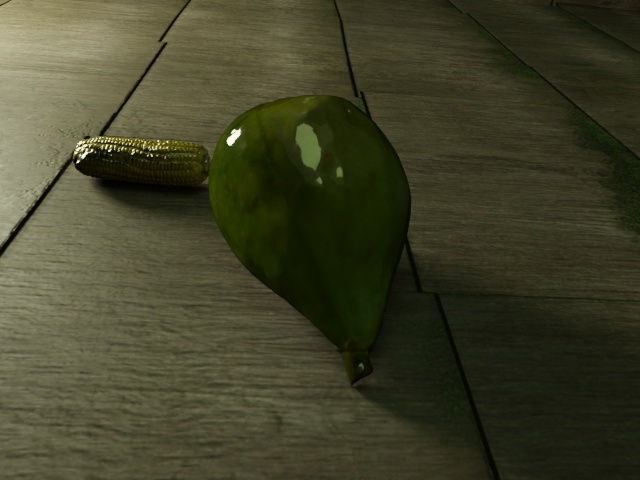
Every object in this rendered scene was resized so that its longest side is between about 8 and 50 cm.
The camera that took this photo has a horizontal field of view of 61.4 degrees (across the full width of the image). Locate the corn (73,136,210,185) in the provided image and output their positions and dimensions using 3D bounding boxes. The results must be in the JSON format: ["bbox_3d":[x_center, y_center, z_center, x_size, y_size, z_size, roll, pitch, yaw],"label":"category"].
[{"bbox_3d":[-0.265,-0.118,0.802,0.203,0.072,0.072,4,35,0],"label":"corn"}]

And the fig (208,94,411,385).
[{"bbox_3d":[0.013,-0.023,0.622,0.233,0.233,0.314,-30,76,-40],"label":"fig"}]
